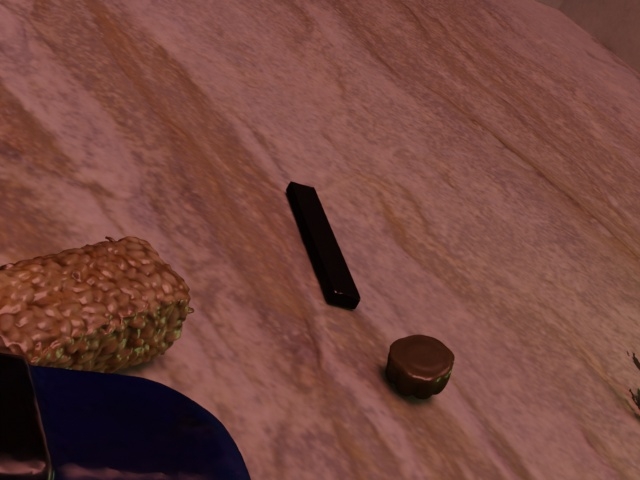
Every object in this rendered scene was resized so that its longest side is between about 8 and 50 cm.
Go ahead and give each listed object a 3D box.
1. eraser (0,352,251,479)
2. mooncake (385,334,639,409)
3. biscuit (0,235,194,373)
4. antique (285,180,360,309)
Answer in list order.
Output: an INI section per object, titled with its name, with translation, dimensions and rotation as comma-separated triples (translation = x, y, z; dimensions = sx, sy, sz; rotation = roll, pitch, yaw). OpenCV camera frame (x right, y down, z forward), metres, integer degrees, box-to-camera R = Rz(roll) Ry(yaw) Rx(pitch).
[eraser]
translation = -0.196, 0.114, 0.428
dimensions = 0.332, 0.155, 0.101
rotation = 12, 29, -34
[mooncake]
translation = 0.205, 0.120, 0.957
dimensions = 0.346, 0.057, 0.150
rotation = 22, 39, -22
[biscuit]
translation = -0.162, 0.050, 0.683
dimensions = 0.082, 0.070, 0.168
rotation = 37, 28, 24
[antique]
translation = 0.000, 0.000, 1.007
dimensions = 0.031, 0.015, 0.192
rotation = 16, 28, -25
